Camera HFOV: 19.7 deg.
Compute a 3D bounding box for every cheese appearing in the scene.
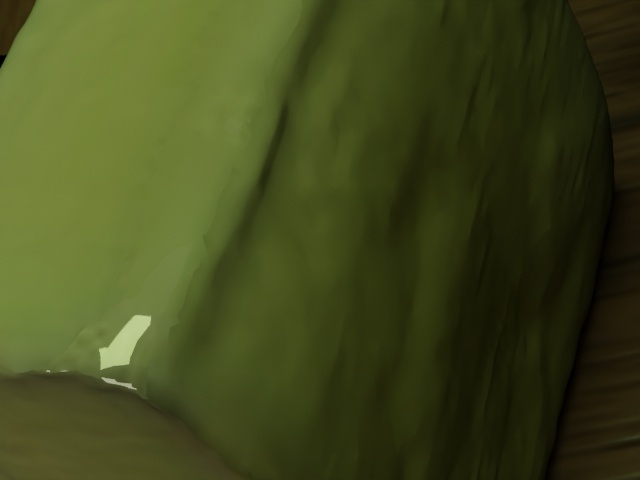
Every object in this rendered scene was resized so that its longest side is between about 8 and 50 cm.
[{"bbox_3d":[0.000,0.000,0.608,0.124,0.242,0.265,1,53,26],"label":"cheese"}]

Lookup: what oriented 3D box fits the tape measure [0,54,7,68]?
[{"bbox_3d":[-0.173,0.018,0.750,0.223,0.135,0.202,-42,39,-18],"label":"tape measure"}]
